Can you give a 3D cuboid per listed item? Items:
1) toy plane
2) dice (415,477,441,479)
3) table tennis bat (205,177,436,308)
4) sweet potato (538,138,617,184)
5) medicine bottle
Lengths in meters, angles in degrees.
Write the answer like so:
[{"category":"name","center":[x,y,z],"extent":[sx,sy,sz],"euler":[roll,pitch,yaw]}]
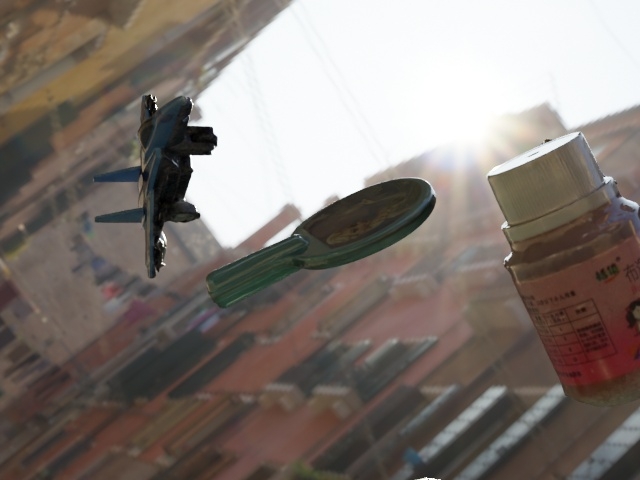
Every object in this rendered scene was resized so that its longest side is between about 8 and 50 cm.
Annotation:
[{"category":"toy plane","center":[-0.128,-0.066,0.973],"extent":[0.246,0.078,0.169],"euler":[141,-51,-59]},{"category":"dice","center":[0.139,0.394,0.978],"extent":[0.287,0.300,0.297],"euler":[25,1,-25]},{"category":"table tennis bat","center":[0.000,0.000,1.124],"extent":[0.149,0.237,0.038],"euler":[-112,176,-69]},{"category":"sweet potato","center":[0.328,-0.096,1.511],"extent":[0.117,0.049,0.049],"euler":[26,-28,21]},{"category":"medicine bottle","center":[0.256,0.027,1.129],"extent":[0.247,0.147,0.147],"euler":[64,-20,-5]}]
